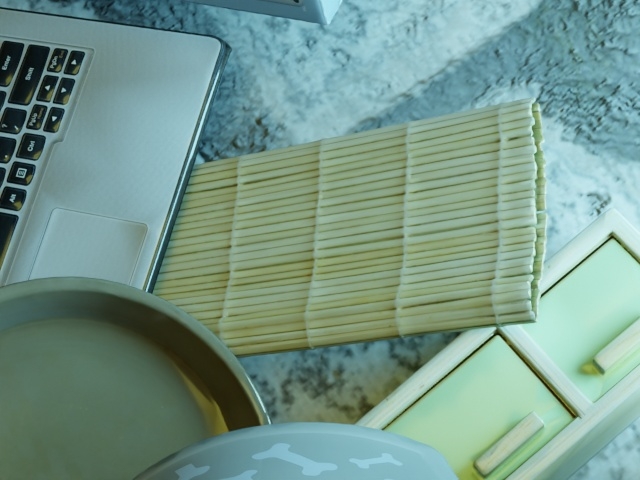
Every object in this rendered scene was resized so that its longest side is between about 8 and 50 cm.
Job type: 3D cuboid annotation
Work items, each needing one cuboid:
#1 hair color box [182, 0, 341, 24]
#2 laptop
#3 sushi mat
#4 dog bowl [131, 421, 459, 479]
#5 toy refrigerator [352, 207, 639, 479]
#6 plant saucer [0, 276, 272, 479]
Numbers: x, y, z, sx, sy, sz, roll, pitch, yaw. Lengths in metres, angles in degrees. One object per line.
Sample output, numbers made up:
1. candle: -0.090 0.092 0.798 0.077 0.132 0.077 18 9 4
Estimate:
1. hair color box: -0.132 -0.279 1.116 0.375 0.113 0.185 13 56 24
2. laptop: -0.332 -0.040 1.051 0.408 0.236 0.381 10 73 20
3. sushi mat: 0.000 0.000 1.045 0.317 0.019 0.151 -9 64 26
4. dog bowl: -0.007 0.281 0.886 0.349 0.102 0.348 0 92 2
5. toy refrigerator: 0.120 0.109 0.997 0.269 0.094 0.102 -39 68 -6
6. plant saucer: -0.163 0.162 1.007 0.278 0.041 0.277 3 76 -12
